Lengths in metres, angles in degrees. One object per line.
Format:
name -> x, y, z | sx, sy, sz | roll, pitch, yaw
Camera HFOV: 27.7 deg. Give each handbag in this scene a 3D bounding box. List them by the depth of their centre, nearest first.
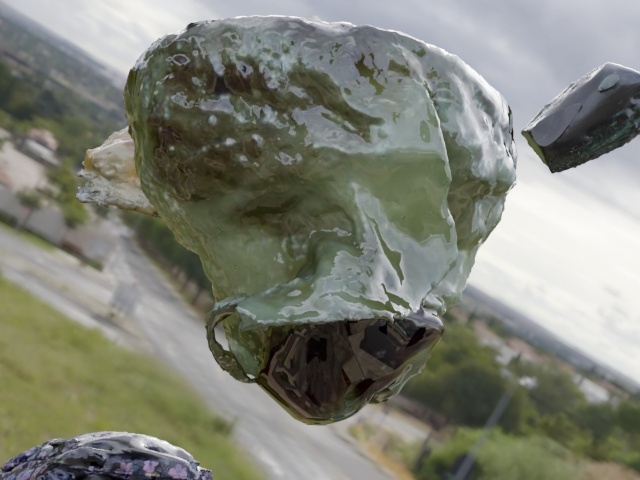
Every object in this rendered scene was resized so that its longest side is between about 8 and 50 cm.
handbag -> -0.232, 0.273, 1.422 | 0.228, 0.127, 0.208 | 15, -25, -36

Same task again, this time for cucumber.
cucumber -> 0.366, -0.176, 1.735 | 0.115, 0.193, 0.086 | 58, 6, 27

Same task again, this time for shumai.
shumai -> 0.000, 0.000, 1.243 | 0.395, 0.348, 0.395 | 1, -15, 0

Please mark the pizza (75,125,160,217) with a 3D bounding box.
pizza -> -0.070, -0.135, 1.666 | 0.435, 0.080, 0.392 | 9, 31, -5
